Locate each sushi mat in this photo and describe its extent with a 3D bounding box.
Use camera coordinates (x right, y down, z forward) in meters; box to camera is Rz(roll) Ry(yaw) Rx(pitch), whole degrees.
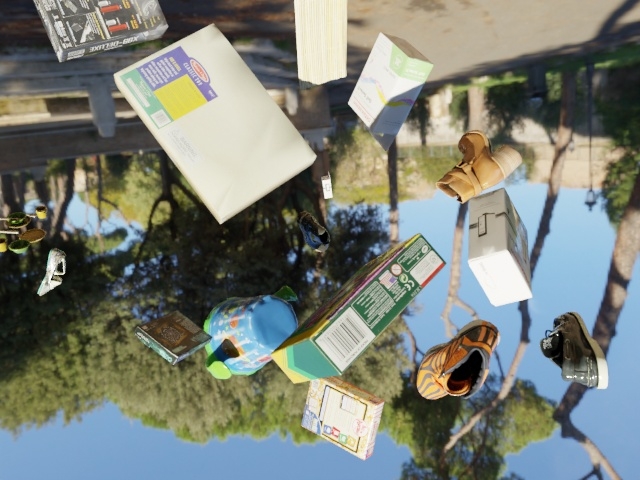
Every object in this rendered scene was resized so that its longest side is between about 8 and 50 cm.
[{"bbox_3d":[0.005,-0.526,1.340,0.151,0.317,0.019,-25,-130,-20],"label":"sushi mat"}]

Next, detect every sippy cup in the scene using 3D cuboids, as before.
[{"bbox_3d":[-0.188,0.260,1.603,0.240,0.306,0.224,20,151,-31],"label":"sippy cup"}]

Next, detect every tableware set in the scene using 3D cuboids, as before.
[{"bbox_3d":[-0.596,-0.025,1.099,0.104,0.024,0.154,4,-148,1],"label":"tableware set"}]

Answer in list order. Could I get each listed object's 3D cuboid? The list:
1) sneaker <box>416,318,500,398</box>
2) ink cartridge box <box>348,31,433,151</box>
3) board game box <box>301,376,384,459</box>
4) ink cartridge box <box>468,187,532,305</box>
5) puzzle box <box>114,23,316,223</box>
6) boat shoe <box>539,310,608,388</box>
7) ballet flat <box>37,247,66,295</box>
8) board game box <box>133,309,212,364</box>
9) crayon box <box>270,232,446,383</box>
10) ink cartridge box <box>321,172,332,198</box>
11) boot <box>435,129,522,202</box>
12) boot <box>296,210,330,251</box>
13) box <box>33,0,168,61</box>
[{"bbox_3d":[0.329,0.346,1.429,0.124,0.321,0.180,35,-142,7],"label":"sneaker"},{"bbox_3d":[0.224,-0.517,1.953,0.119,0.353,0.207,1,-140,-33],"label":"ink cartridge box"},{"bbox_3d":[0.052,0.430,1.372,0.193,0.147,0.045,18,-168,33],"label":"board game box"},{"bbox_3d":[0.379,0.012,1.169,0.085,0.148,0.203,-19,-144,30],"label":"ink cartridge box"},{"bbox_3d":[-0.236,-0.274,1.259,0.272,0.409,0.052,-35,175,-19],"label":"puzzle box"},{"bbox_3d":[0.621,0.273,1.407,0.113,0.127,0.340,-5,-163,11],"label":"boat shoe"},{"bbox_3d":[-0.562,0.072,1.164,0.041,0.114,0.041,23,-164,-7],"label":"ballet flat"},{"bbox_3d":[-0.364,0.239,1.383,0.126,0.026,0.186,35,-167,10],"label":"board game box"},{"bbox_3d":[0.079,0.166,1.286,0.363,0.106,0.313,-41,179,-26],"label":"crayon box"},{"bbox_3d":[0.022,-0.195,1.928,0.028,0.083,0.048,-9,-156,-2],"label":"ink cartridge box"},{"bbox_3d":[0.304,-0.156,1.161,0.152,0.073,0.197,-36,-154,-4],"label":"boot"},{"bbox_3d":[0.000,0.000,1.910,0.077,0.198,0.137,-45,-133,-6],"label":"boot"},{"bbox_3d":[-0.508,-0.575,1.198,0.242,0.308,0.076,-27,-169,-27],"label":"box"}]
